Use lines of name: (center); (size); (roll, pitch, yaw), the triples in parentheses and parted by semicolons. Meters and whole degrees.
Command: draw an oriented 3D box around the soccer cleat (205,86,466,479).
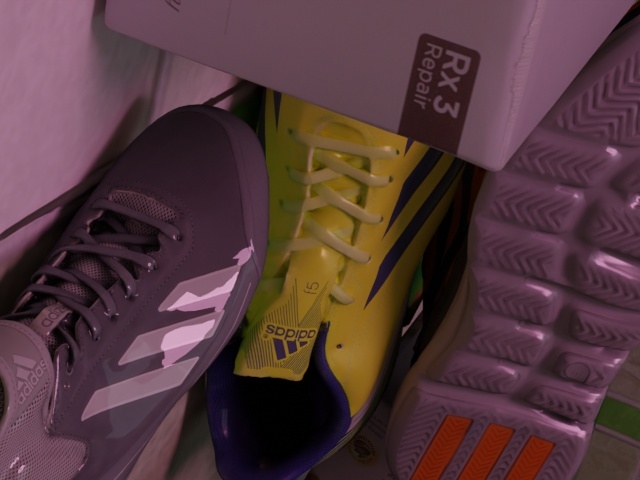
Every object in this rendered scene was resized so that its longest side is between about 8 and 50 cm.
soccer cleat: (0.001, 0.001, 0.839); (0.121, 0.093, 0.289); (-57, 163, -44)

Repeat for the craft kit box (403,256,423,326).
craft kit box: (0.078, -0.116, 1.036); (0.250, 0.061, 0.246); (-61, 162, -27)

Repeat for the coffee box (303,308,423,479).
coffee box: (0.035, 0.163, 1.091); (0.246, 0.098, 0.141); (-61, 171, 32)

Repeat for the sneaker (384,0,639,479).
sneaker: (0.112, -0.032, 0.882); (0.180, 0.125, 0.321); (-84, -161, -47)

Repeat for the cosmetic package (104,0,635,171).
cosmetic package: (0.083, -0.208, 0.720); (0.385, 0.156, 0.217); (-44, 152, -56)

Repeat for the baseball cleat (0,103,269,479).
baseball cleat: (-0.079, 0.031, 0.644); (0.109, 0.072, 0.205); (62, 48, -63)
